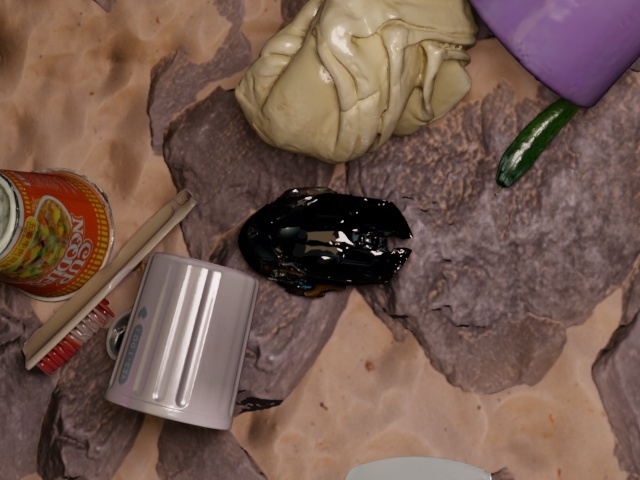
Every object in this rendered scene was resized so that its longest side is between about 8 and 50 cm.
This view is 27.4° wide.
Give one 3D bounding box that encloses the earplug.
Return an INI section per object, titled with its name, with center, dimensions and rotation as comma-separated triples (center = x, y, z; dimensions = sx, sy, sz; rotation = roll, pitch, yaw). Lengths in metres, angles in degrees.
[earplug]
center = 0.385, -0.376, 1.470
dimensions = 0.456, 0.215, 0.215
rotation = -46, 72, 24

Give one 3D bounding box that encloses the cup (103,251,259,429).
[cup]
center = -0.196, 0.122, 1.684
dimensions = 0.221, 0.167, 0.202
rotation = 13, 85, 17

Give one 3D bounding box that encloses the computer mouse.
[computer mouse]
center = 0.000, 0.000, 1.680
dimensions = 0.241, 0.077, 0.147
rotation = 1, 86, 18

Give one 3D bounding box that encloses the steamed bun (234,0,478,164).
[steamed bun]
center = 0.061, -0.212, 1.598
dimensions = 0.289, 0.276, 0.203
rotation = -41, 84, -16

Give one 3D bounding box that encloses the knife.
[knife]
center = 0.050, 0.324, 1.650
dimensions = 0.331, 0.044, 0.080
rotation = -20, 71, 9

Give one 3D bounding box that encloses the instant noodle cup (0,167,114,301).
[instant noodle cup]
center = -0.403, -0.021, 1.740
dimensions = 0.193, 0.212, 0.193
rotation = -2, 83, 18

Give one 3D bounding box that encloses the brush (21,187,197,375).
[brush]
center = -0.277, 0.060, 1.773
dimensions = 0.321, 0.050, 0.060
rotation = -45, 28, 3

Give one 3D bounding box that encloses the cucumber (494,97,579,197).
[cucumber]
center = 0.264, -0.124, 1.629
dimensions = 0.039, 0.039, 0.168
rotation = 43, 94, 17
